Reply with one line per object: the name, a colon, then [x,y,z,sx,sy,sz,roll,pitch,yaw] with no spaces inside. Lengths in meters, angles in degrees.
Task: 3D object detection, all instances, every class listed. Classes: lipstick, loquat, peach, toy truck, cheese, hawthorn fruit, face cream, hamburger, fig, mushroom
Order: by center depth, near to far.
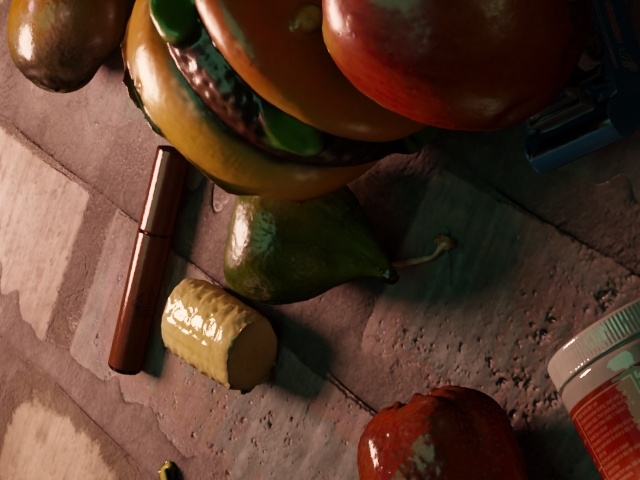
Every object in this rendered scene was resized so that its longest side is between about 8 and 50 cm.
peach: [0.135,-0.242,1.306,0.281,0.238,0.281,-3,60,4]
face cream: [0.361,0.167,1.349,0.201,0.201,0.187,-41,64,34]
toy truck: [0.244,-0.262,1.472,0.146,0.175,0.367,-23,75,38]
hawthorn fruit: [0.155,0.298,1.536,0.205,0.205,0.253,-34,73,36]
hamburger: [-0.006,-0.254,1.558,0.277,0.396,0.395,-38,65,49]
fig: [0.000,0.000,1.711,0.235,0.203,0.203,15,101,12]
mushroom: [0.063,0.031,1.738,0.286,0.026,0.028,-16,64,42]
cheese: [-0.144,0.133,1.875,0.167,0.094,0.123,26,117,43]
lipstick: [-0.260,0.033,2.001,0.057,0.057,0.356,25,106,39]
loquat: [-0.394,-0.338,2.046,0.179,0.179,0.227,43,113,33]

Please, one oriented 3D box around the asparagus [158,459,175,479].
asparagus: [-0.223,0.385,1.990,0.025,0.021,0.108,-23,75,38]
